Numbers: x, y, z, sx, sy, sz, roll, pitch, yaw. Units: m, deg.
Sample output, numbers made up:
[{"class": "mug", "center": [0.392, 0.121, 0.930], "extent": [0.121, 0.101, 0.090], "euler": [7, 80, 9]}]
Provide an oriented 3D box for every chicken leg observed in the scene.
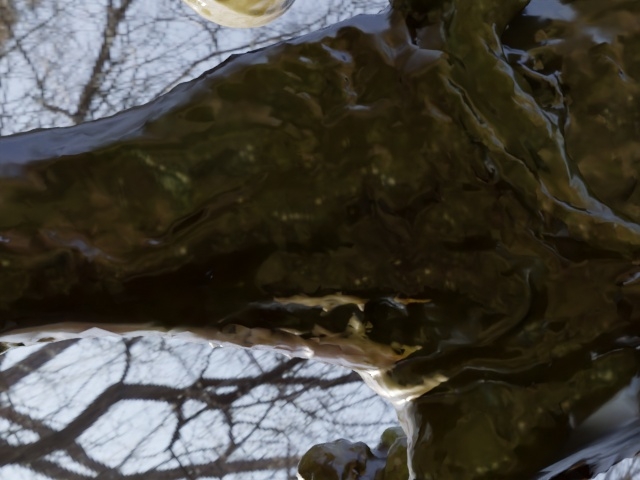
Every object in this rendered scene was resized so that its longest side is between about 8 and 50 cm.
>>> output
[{"class": "chicken leg", "center": [0.009, 0.010, 0.354], "extent": [0.361, 0.140, 0.211], "euler": [-18, -92, -9]}]

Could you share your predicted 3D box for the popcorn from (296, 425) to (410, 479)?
[{"class": "popcorn", "center": [0.091, 0.303, 0.947], "extent": [0.276, 0.225, 0.276], "euler": [-1, -97, 9]}]

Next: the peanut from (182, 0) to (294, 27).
[{"class": "peanut", "center": [-0.118, -0.311, 0.999], "extent": [0.174, 0.340, 0.158], "euler": [37, -78, 32]}]
